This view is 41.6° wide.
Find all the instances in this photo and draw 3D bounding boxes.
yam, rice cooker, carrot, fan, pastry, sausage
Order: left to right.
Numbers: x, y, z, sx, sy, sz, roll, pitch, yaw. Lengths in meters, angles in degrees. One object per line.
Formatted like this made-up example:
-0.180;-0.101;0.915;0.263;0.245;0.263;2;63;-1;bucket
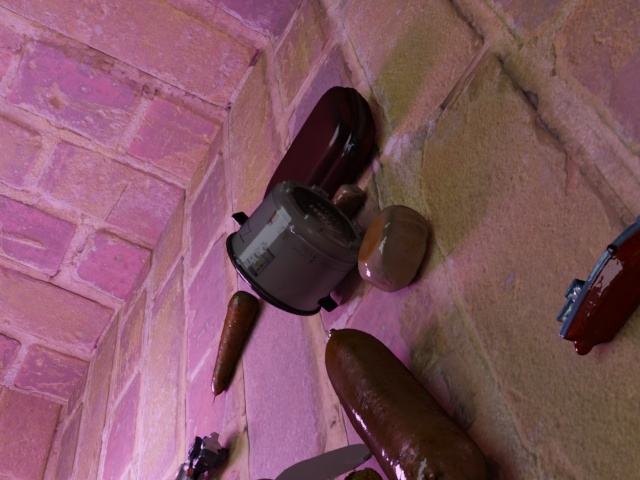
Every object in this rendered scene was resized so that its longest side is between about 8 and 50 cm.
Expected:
-0.228;0.270;2.099;0.078;0.078;0.298;15;86;68;carrot
-0.054;0.022;1.687;0.227;0.280;0.241;-49;-6;19;rice cooker
0.000;0.000;1.834;0.300;0.066;0.066;-55;24;25;yam
0.013;0.359;1.278;0.310;0.182;0.010;155;96;-84;fan
0.124;0.014;1.490;0.156;0.092;0.156;-57;16;26;pastry
0.109;0.255;1.223;0.123;0.136;0.501;-39;20;-2;sausage

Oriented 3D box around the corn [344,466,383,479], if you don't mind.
0.079;0.419;1.205;0.080;0.080;0.238;-58;19;21;corn

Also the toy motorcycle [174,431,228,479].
-0.295;0.543;1.938;0.221;0.102;0.150;-57;11;25;toy motorcycle

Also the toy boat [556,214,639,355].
0.335;0.051;0.979;0.173;0.069;0.059;-64;29;22;toy boat

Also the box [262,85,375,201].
-0.011;-0.165;1.955;0.404;0.108;0.263;-54;25;30;box

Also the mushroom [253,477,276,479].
-0.082;0.507;1.333;0.255;0.184;0.255;-7;-90;-88;mushroom
